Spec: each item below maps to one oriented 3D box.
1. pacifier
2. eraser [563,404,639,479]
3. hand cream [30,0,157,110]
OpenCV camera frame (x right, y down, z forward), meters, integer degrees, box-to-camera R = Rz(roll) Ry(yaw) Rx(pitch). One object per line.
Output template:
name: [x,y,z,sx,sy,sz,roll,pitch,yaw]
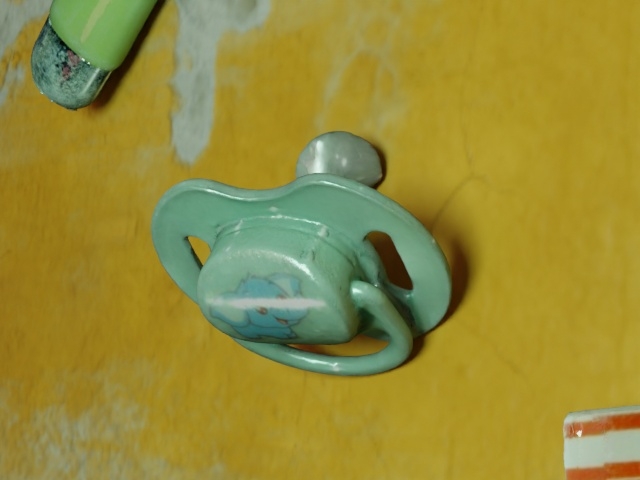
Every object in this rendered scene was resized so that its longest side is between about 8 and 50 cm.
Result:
pacifier: [0.000,0.000,0.723,0.150,0.127,0.117,-8,38,33]
eraser: [0.154,0.169,0.525,0.157,0.038,0.230,-14,71,49]
hand cream: [-0.121,-0.161,0.933,0.175,0.046,0.095,-55,43,18]
